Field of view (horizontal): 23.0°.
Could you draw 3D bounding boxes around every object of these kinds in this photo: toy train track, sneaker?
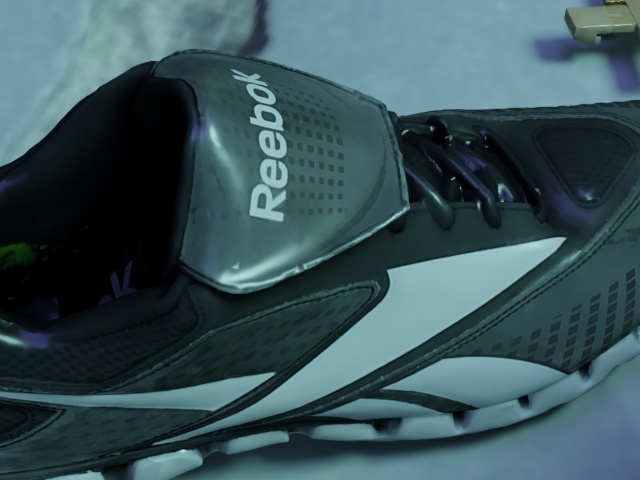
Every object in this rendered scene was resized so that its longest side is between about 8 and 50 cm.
[{"bbox_3d":[0.113,-0.064,0.473,0.083,0.014,0.048,-5,46,-11],"label":"toy train track"},{"bbox_3d":[0.000,0.000,0.367,0.234,0.106,0.078,-14,56,-11],"label":"sneaker"}]
